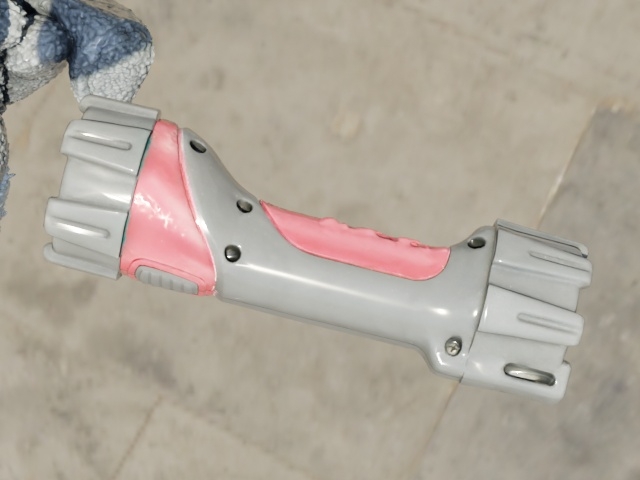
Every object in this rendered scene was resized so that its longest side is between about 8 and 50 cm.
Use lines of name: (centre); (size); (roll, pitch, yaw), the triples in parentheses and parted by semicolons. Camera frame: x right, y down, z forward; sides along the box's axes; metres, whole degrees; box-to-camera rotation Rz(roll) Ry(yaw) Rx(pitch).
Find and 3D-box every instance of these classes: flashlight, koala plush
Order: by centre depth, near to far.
flashlight: (0.000, 0.000, 1.064); (0.304, 0.103, 0.103); (13, 26, -1)
koala plush: (-0.264, -0.096, 1.333); (0.196, 0.221, 0.203); (5, 24, -42)
